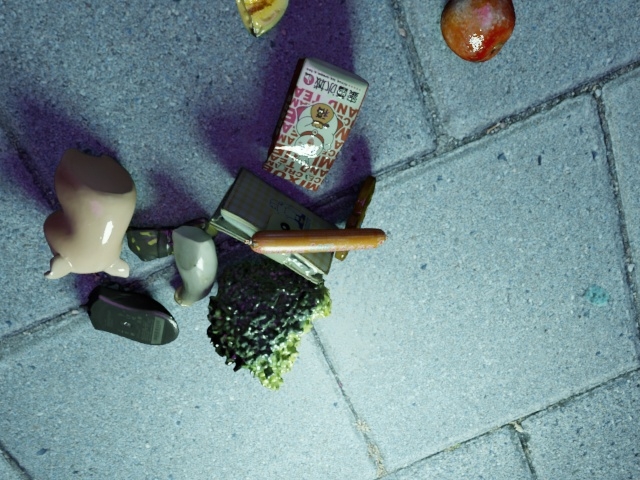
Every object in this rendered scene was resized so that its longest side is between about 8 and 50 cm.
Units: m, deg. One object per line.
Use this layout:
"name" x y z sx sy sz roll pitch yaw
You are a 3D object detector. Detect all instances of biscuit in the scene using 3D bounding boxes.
"biscuit" 0.094 -0.056 1.122 0.039 0.180 0.236 21 91 8

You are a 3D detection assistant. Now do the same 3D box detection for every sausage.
"sausage" 0.000 0.000 0.991 0.348 0.053 0.053 -2 108 -19

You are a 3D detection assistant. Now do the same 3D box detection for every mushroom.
"mushroom" -0.322 0.085 1.104 0.118 0.103 0.270 29 130 16

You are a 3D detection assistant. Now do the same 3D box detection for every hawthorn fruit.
"hawthorn fruit" 0.368 -0.508 1.014 0.173 0.173 0.172 -2 108 -7

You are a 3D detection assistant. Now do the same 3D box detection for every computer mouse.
"computer mouse" -0.505 0.197 1.165 0.264 0.088 0.147 19 123 -12

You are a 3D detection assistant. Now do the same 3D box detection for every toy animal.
"toy animal" -0.551 -0.057 1.020 0.195 0.213 0.256 -1 123 -52

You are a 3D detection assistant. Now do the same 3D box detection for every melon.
"melon" -0.137 -0.559 0.974 0.128 0.079 0.160 -19 137 -6

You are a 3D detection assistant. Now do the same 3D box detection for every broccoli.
"broccoli" -0.128 0.187 1.140 0.348 0.293 0.281 -48 150 -18

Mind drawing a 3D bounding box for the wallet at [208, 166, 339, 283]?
"wallet" -0.099 -0.040 1.078 0.310 0.223 0.077 32 125 -14

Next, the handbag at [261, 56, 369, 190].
"handbag" -0.018 -0.273 1.047 0.171 0.151 0.298 16 108 -16

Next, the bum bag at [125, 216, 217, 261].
"bum bag" -0.385 -0.004 1.130 0.233 0.060 0.106 -6 120 -3
